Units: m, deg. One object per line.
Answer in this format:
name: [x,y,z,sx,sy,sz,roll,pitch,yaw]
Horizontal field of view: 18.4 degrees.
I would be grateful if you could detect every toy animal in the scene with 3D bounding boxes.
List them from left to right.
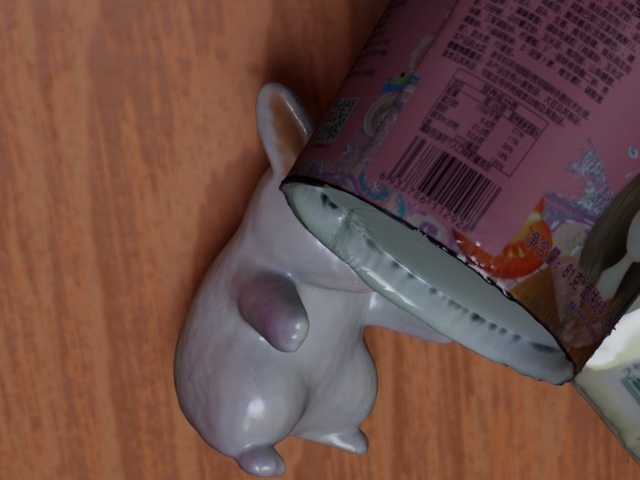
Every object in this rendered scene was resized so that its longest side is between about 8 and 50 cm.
toy animal: [0.005,0.014,1.207,0.140,0.138,0.282,-3,129,-47]

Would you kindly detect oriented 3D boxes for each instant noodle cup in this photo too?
instant noodle cup: [0.122,-0.067,1.083,0.243,0.243,0.231,39,78,-25]

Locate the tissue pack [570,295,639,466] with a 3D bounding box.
tissue pack: [0.339,0.019,1.230,0.380,0.207,0.297,-33,117,8]
